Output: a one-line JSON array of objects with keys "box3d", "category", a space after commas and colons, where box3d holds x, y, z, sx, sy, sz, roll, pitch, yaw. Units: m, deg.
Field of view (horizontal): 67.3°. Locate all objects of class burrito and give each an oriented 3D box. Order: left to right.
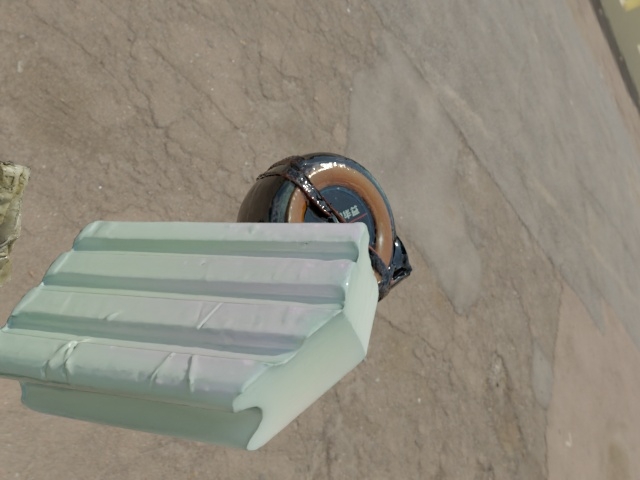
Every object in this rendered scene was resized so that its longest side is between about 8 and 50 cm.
[{"box3d": [-0.390, -0.017, 0.571, 0.063, 0.229, 0.058, 51, 41, 12], "category": "burrito"}]

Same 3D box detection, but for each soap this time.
[{"box3d": [-0.109, 0.069, 0.408, 0.172, 0.290, 0.095, -71, 154, -43], "category": "soap"}]

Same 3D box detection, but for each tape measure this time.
[{"box3d": [0.000, 0.000, 0.605, 0.202, 0.135, 0.222, -31, 102, -34], "category": "tape measure"}]
